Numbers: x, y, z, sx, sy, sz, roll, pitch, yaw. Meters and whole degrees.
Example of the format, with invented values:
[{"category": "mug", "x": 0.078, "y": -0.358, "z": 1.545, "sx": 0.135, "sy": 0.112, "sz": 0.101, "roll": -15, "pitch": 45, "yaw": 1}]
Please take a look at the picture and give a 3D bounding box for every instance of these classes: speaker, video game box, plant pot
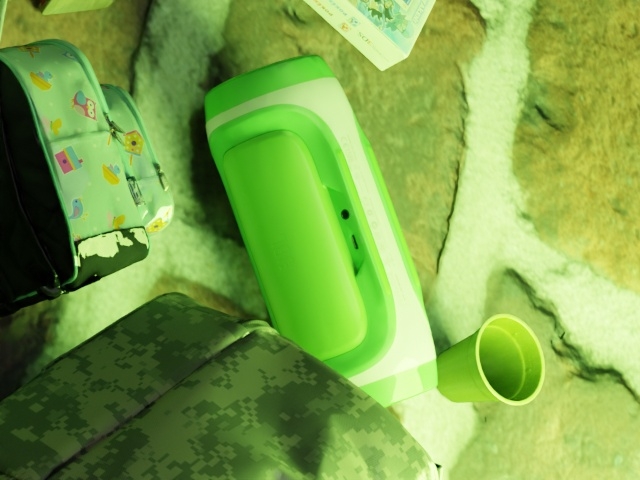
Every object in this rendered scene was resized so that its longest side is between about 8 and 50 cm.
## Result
[{"category": "speaker", "x": 0.000, "y": 0.000, "z": 1.457, "sx": 0.131, "sy": 0.131, "sz": 0.296, "roll": -16, "pitch": 86, "yaw": -41}, {"category": "video game box", "x": 0.041, "y": -0.295, "z": 1.642, "sx": 0.187, "sy": 0.048, "sz": 0.205, "roll": 39, "pitch": 54, "yaw": -18}, {"category": "plant pot", "x": 0.146, "y": 0.116, "z": 1.564, "sx": 0.083, "sy": 0.079, "sz": 0.083, "roll": 14, "pitch": 66, "yaw": -34}]

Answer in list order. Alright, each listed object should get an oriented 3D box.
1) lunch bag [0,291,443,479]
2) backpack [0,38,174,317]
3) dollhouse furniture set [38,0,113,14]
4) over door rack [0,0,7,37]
[{"category": "lunch bag", "x": -0.092, "y": 0.204, "z": 1.198, "sx": 0.305, "sy": 0.256, "sz": 0.212, "roll": -33, "pitch": 128, "yaw": -42}, {"category": "backpack", "x": -0.210, "y": -0.056, "z": 1.285, "sx": 0.144, "sy": 0.166, "sz": 0.188, "roll": -27, "pitch": 95, "yaw": -42}, {"category": "dollhouse furniture set", "x": -0.225, "y": -0.332, "z": 1.418, "sx": 0.262, "sy": 0.135, "sz": 0.259, "roll": -13, "pitch": 72, "yaw": -40}, {"category": "over door rack", "x": -0.321, "y": -0.137, "z": 1.127, "sx": 0.239, "sy": 0.108, "sz": 0.324, "roll": 5, "pitch": 48, "yaw": -7}]
